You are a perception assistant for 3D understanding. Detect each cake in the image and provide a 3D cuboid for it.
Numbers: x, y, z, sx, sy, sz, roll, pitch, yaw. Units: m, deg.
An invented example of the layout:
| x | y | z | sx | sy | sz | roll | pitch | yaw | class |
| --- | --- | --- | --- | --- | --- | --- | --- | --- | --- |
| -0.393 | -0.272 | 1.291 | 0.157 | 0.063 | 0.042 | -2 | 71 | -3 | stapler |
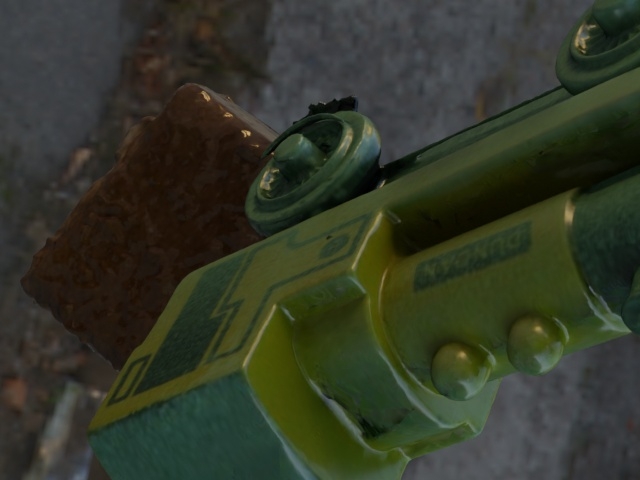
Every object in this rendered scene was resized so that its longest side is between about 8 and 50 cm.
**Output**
| x | y | z | sx | sy | sz | roll | pitch | yaw | class |
| --- | --- | --- | --- | --- | --- | --- | --- | --- | --- |
| -0.055 | 0.035 | 1.498 | 0.256 | 0.282 | 0.290 | -53 | 149 | -1 | cake |

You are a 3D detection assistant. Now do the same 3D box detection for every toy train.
| x | y | z | sx | sy | sz | roll | pitch | yaw | class |
| --- | --- | --- | --- | --- | --- | --- | --- | --- | --- |
| 0.083 | 0.009 | 0.824 | 0.150 | 0.369 | 0.237 | 50 | 38 | -21 | toy train |
